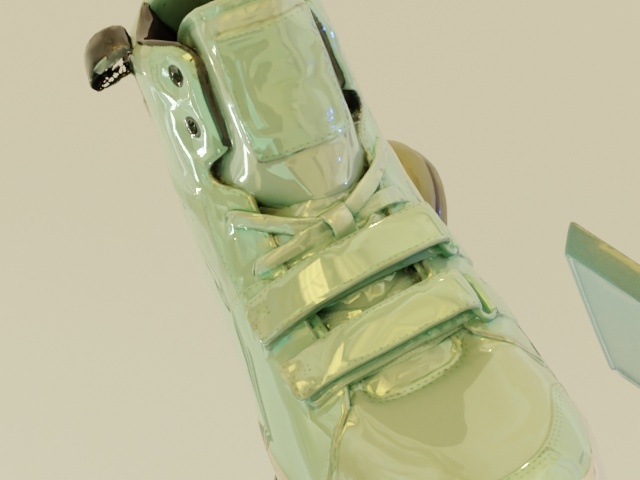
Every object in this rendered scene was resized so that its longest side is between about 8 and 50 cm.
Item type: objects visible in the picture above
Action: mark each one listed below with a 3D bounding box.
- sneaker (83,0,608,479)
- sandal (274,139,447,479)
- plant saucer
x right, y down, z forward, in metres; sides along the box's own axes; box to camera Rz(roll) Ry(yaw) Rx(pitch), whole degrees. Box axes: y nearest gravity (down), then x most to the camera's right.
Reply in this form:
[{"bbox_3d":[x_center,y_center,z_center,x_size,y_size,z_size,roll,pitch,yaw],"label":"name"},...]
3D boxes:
[{"bbox_3d":[-0.001,0.000,0.636,0.094,0.256,0.151,-27,-53,-11],"label":"sneaker"},{"bbox_3d":[0.007,0.081,1.227,0.120,0.086,0.303,-3,-103,42],"label":"sandal"},{"bbox_3d":[0.170,0.049,1.043,0.067,0.192,0.018,35,-98,26],"label":"plant saucer"}]
